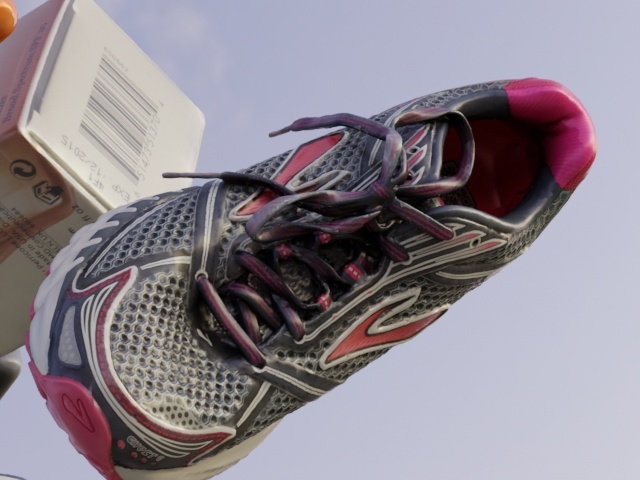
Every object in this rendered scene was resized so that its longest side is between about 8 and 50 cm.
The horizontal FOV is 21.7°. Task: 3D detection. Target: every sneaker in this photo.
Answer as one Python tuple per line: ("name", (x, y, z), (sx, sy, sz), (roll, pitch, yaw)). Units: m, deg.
("sneaker", (0.000, 0.000, 0.721), (0.299, 0.121, 0.112), (-34, 4, -40))

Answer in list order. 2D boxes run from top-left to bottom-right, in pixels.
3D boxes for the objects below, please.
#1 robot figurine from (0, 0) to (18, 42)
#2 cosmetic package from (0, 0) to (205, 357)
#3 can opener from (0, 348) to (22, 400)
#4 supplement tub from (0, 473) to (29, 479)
("robot figurine", (-0.238, -0.182, 0.851), (0.158, 0.219, 0.128), (-25, -10, -23))
("cosmetic package", (-0.229, -0.010, 1.021), (0.296, 0.153, 0.129), (-28, -57, 27))
("can opener", (-0.346, 0.167, 1.359), (0.076, 0.095, 0.283), (28, -69, -31))
("supplement tub", (-0.250, 0.309, 1.206), (0.194, 0.193, 0.316), (-16, -26, -19))
